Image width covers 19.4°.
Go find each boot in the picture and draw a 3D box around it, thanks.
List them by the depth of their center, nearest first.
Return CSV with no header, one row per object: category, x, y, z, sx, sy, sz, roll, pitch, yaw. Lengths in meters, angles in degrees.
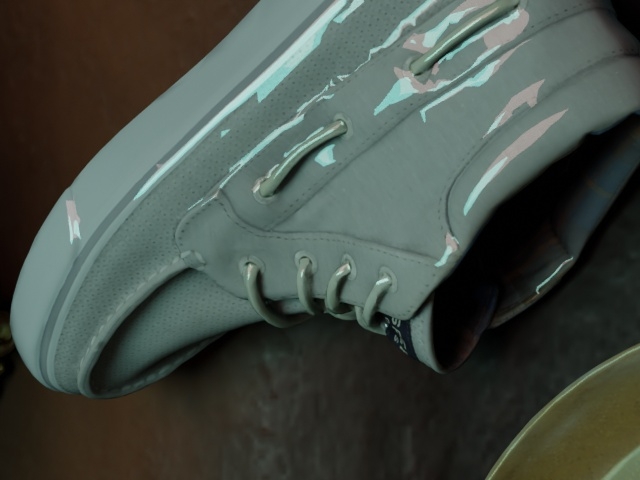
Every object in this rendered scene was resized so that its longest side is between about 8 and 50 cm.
boot,0.000,0.000,0.622,0.258,0.095,0.123,-47,61,28

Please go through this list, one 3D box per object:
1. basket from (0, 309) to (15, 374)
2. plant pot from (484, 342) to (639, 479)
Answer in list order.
basket,-0.318,0.040,0.740,0.223,0.299,0.213,38,102,35
plant pot,0.133,0.139,0.531,0.236,0.032,0.236,-6,81,39
